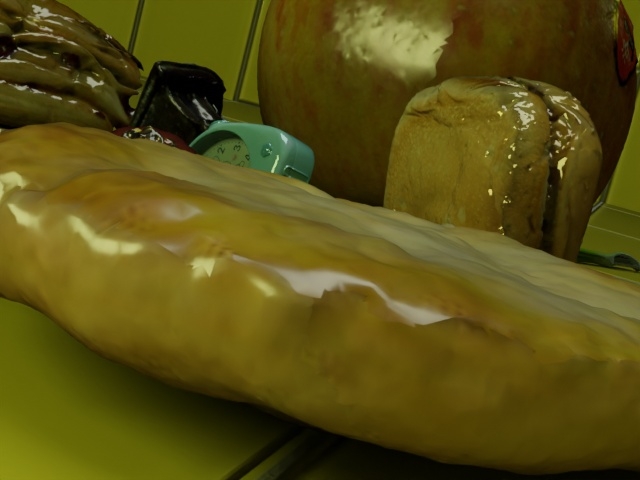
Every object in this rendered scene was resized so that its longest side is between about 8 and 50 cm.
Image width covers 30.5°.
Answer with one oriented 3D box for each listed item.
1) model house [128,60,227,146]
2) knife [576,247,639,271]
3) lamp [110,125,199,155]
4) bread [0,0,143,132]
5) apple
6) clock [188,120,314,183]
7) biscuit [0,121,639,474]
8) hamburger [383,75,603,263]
[{"bbox_3d":[-0.101,-0.082,1.149,0.152,0.106,0.165,52,25,18],"label":"model house"},{"bbox_3d":[0.358,0.022,1.518,0.184,0.022,0.026,9,35,-37],"label":"knife"},{"bbox_3d":[-0.134,-0.042,0.879,0.101,0.090,0.101,8,47,-9],"label":"lamp"},{"bbox_3d":[-0.385,-0.231,1.411,0.325,0.167,0.277,9,10,-28],"label":"bread"},{"bbox_3d":[0.124,-0.150,1.204,0.400,0.333,0.400,13,-23,5],"label":"apple"},{"bbox_3d":[-0.078,-0.042,0.928,0.147,0.108,0.045,17,-6,44],"label":"clock"},{"bbox_3d":[0.026,0.035,0.613,0.446,0.104,0.429,10,8,-42],"label":"biscuit"},{"bbox_3d":[0.130,-0.037,0.936,0.108,0.213,0.214,10,10,-21],"label":"hamburger"}]
